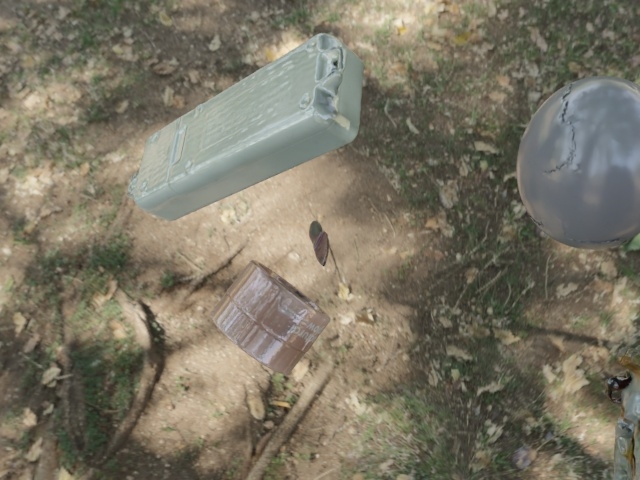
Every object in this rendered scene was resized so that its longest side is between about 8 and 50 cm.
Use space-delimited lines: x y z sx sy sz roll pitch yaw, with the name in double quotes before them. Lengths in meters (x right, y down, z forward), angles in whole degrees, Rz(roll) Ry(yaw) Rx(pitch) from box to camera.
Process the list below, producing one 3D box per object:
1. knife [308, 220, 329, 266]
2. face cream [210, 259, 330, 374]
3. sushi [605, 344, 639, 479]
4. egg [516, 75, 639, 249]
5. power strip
"knife" 0.000 0.000 1.103 0.018 0.247 0.035 37 99 -13
"face cream" -0.073 0.112 0.982 0.149 0.149 0.104 37 90 21
"sushi" 0.339 0.245 0.491 0.176 0.417 0.417 1 71 8
"egg" 0.267 -0.074 0.652 0.147 0.198 0.146 -12 53 16
"power strip" -0.090 -0.101 0.677 0.338 0.058 0.098 -18 57 39
